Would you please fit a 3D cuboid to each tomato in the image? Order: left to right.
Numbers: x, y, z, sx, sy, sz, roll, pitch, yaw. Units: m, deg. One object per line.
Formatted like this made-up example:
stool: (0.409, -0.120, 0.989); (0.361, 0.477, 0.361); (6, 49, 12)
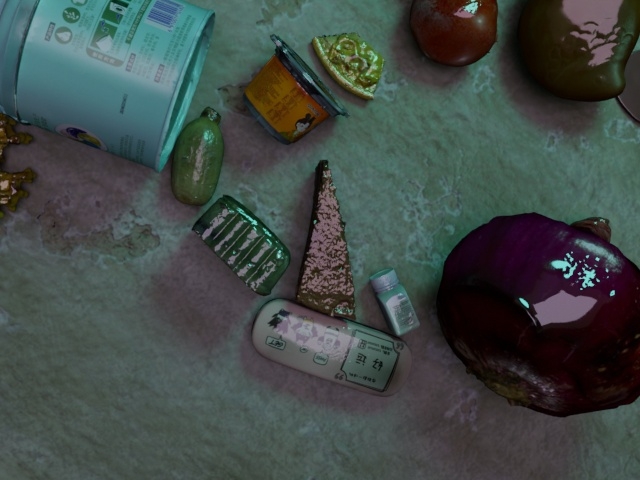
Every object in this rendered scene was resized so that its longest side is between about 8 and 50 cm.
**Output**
tomato: (0.240, -0.405, 1.344); (0.167, 0.167, 0.167); (-1, 94, -7)

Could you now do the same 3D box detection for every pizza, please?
pizza: (0.059, -0.337, 1.386); (0.099, 0.036, 0.160); (-45, 98, -2)

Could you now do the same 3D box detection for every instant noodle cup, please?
instant noodle cup: (-0.057, -0.252, 1.322); (0.125, 0.178, 0.208); (-42, 111, 11)

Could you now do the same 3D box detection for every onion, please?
onion: (0.440, 0.087, 1.326); (0.398, 0.398, 0.420); (49, 66, -8)

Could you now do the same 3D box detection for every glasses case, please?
glasses case: (0.022, 0.202, 1.401); (0.314, 0.075, 0.122); (20, 94, -8)

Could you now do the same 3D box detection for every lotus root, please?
lotus root: (-0.221, -0.154, 1.345); (0.090, 0.077, 0.183); (14, 94, -8)

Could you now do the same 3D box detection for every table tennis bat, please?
table tennis bat: (0.679, -0.276, 1.475); (0.131, 0.022, 0.234); (-43, 96, -3)

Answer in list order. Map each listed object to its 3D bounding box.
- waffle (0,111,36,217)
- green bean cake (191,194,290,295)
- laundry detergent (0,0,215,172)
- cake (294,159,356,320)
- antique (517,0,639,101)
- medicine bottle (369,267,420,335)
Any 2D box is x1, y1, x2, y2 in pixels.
waffle: (-0.630, -0.136, 1.313); (0.231, 0.051, 0.229); (38, 92, -7)
green bean cake: (-0.134, 0.004, 1.321); (0.181, 0.173, 0.094); (43, 90, -5)
laundry detergent: (-0.362, -0.296, 1.212); (0.305, 0.287, 0.287); (20, 92, -8)
cake: (0.000, 0.000, 1.364); (0.112, 0.116, 0.295); (-3, 95, -7)
antique: (0.477, -0.390, 1.364); (0.223, 0.129, 0.278); (-21, 103, 19)
medicine bottle: (0.139, 0.116, 1.410); (0.055, 0.074, 0.118); (-25, 96, -4)
